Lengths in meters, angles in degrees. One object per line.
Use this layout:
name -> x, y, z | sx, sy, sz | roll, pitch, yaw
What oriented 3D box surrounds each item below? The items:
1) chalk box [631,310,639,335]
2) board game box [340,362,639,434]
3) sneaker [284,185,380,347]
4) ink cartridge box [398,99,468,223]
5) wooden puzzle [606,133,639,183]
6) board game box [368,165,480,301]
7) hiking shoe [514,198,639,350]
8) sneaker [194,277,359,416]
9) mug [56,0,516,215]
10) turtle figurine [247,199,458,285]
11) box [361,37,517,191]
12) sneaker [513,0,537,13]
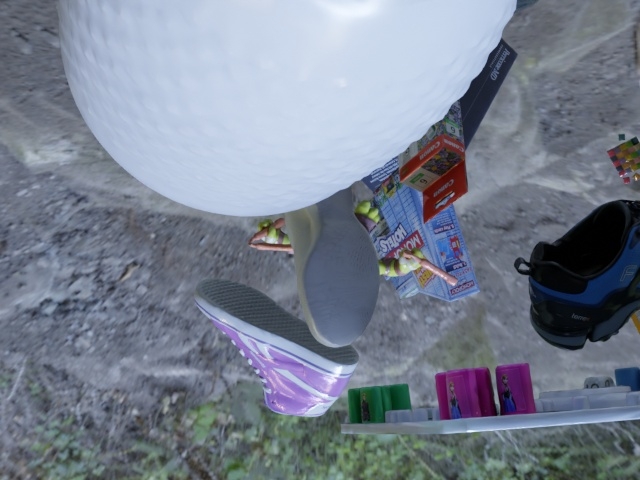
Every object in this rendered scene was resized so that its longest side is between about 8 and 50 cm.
chalk box -> 0.606, 0.082, 1.480 | 0.289, 0.180, 0.179 | 1, 57, -36
board game box -> 0.244, 0.139, 0.952 | 0.390, 0.390, 0.050 | -2, 81, -11
sneaker -> 0.000, 0.000, 1.005 | 0.080, 0.094, 0.212 | -4, 81, -22
ink cartridge box -> 0.100, -0.079, 0.939 | 0.029, 0.115, 0.063 | 23, 138, -28
wooden puzzle -> 0.473, -0.127, 1.584 | 0.049, 0.006, 0.083 | -28, 110, 18
board game box -> 0.136, 0.009, 1.445 | 0.060, 0.194, 0.194 | -16, 74, -30
hiking shoe -> 0.359, 0.004, 1.112 | 0.304, 0.113, 0.132 | -31, 133, -8
sneaker -> -0.096, 0.184, 1.638 | 0.282, 0.102, 0.161 | 31, 120, 6
mug -> -0.061, -0.194, 0.627 | 0.374, 0.328, 0.276 | 28, 77, -10
turtle figurine -> 0.040, 0.011, 1.367 | 0.270, 0.217, 0.087 | 8, 114, -3
box -> 0.127, -0.296, 1.760 | 0.312, 0.343, 0.179 | 44, 141, -14
sneaker -> 0.239, -0.387, 1.635 | 0.286, 0.130, 0.109 | -6, 74, -24
